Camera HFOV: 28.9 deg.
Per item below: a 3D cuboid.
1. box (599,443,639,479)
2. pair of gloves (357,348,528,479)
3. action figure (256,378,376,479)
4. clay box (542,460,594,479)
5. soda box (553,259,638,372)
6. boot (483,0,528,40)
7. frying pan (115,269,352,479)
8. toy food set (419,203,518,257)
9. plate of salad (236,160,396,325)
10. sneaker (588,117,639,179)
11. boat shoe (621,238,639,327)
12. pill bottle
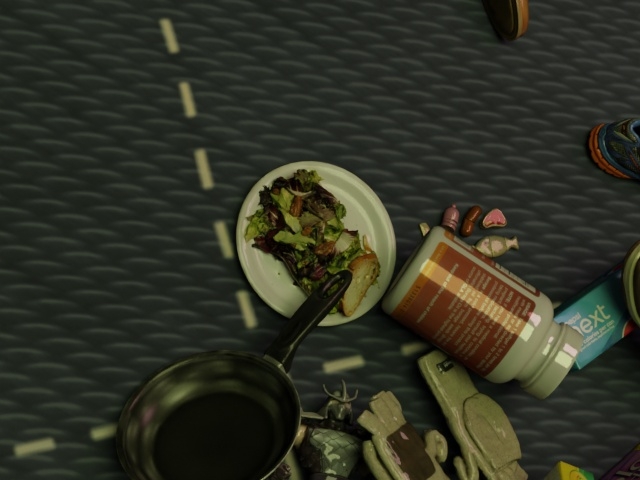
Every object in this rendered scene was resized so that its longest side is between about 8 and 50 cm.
[{"bbox_3d":[0.417,0.308,1.415,0.213,0.243,0.117,-34,89,-24],"label":"box"},{"bbox_3d":[0.140,0.239,1.397,0.204,0.042,0.240,53,36,4],"label":"pair of gloves"},{"bbox_3d":[0.007,0.288,1.350,0.185,0.099,0.285,13,68,-9],"label":"action figure"},{"bbox_3d":[0.260,0.364,1.347,0.053,0.127,0.222,22,33,-15],"label":"clay box"},{"bbox_3d":[0.360,0.084,1.550,0.210,0.067,0.071,-31,88,-24],"label":"soda box"},{"bbox_3d":[0.291,-0.357,1.641,0.152,0.073,0.197,-2,79,-25],"label":"boot"},{"bbox_3d":[-0.097,0.153,1.349,0.197,0.053,0.326,6,46,18],"label":"frying pan"},{"bbox_3d":[0.186,-0.011,1.536,0.122,0.019,0.078,-16,82,-23],"label":"toy food set"},{"bbox_3d":[0.000,0.000,1.449,0.200,0.048,0.200,5,75,-19],"label":"plate of salad"},{"bbox_3d":[0.462,-0.100,1.626,0.221,0.087,0.083,16,72,-16],"label":"sneaker"},{"bbox_3d":[0.445,0.101,1.497,0.095,0.095,0.257,-44,126,-16],"label":"boat shoe"},{"bbox_3d":[0.189,0.088,1.439,0.216,0.121,0.121,34,67,1],"label":"pill bottle"}]
